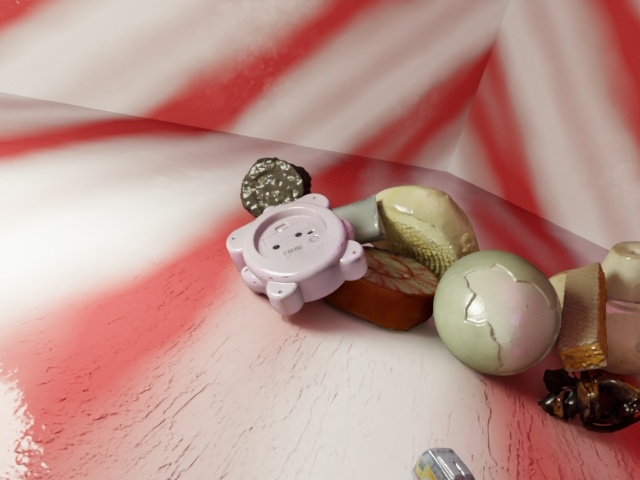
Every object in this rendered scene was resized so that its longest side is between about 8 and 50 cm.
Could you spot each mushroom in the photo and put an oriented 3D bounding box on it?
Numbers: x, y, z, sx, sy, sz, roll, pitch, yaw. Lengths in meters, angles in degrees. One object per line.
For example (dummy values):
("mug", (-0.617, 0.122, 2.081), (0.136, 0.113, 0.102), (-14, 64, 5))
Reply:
("mushroom", (0.767, 0.195, 1.518), (0.325, 0.353, 0.353), (-12, 9, 21))

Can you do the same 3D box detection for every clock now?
("clock", (-0.056, 0.028, 1.351), (0.296, 0.113, 0.322), (-27, 38, -12))

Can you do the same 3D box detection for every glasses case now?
("glasses case", (0.067, -0.042, 1.606), (0.308, 0.128, 0.083), (-11, -13, 42))

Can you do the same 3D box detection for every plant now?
("plant", (-0.140, -0.168, 1.874), (0.215, 0.213, 0.312), (17, 9, 6))

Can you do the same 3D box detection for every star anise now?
("star anise", (0.560, 0.337, 1.169), (0.190, 0.125, 0.220), (10, 3, 16))

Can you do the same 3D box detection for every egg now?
("egg", (0.401, 0.168, 1.270), (0.279, 0.278, 0.336), (17, 20, 1))

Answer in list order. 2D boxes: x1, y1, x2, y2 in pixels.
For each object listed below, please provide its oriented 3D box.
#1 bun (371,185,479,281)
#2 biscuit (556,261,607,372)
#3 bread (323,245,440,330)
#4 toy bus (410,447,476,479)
("bun", (0.312, -0.031, 1.627), (0.364, 0.202, 0.364), (33, -22, 15))
("biscuit", (0.617, 0.167, 1.305), (0.054, 0.094, 0.378), (58, 36, -12))
("bread", (0.163, 0.118, 1.463), (0.295, 0.114, 0.328), (27, 20, 30))
("toy bus", (0.203, 0.383, 0.802), (0.064, 0.075, 0.190), (7, 22, -24))
